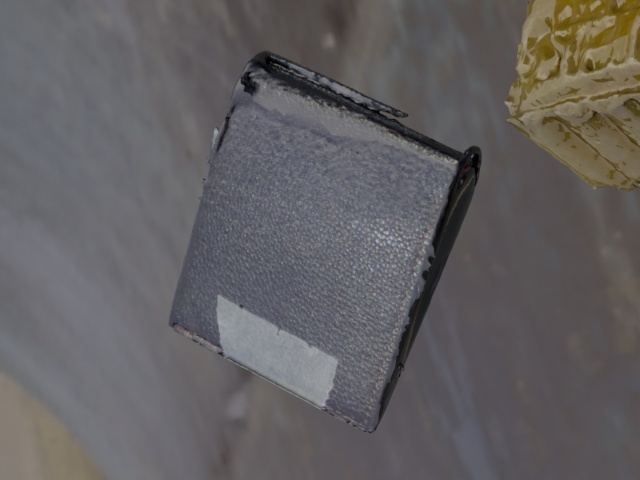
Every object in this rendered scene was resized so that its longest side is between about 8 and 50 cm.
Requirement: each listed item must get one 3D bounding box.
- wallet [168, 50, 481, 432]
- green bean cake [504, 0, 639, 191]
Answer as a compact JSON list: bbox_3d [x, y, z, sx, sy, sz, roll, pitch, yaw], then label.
[{"bbox_3d":[0.000,0.000,1.620,0.221,0.071,0.262,25,108,20],"label":"wallet"},{"bbox_3d":[0.247,-0.157,1.309,0.229,0.131,0.224,-9,56,50],"label":"green bean cake"}]
